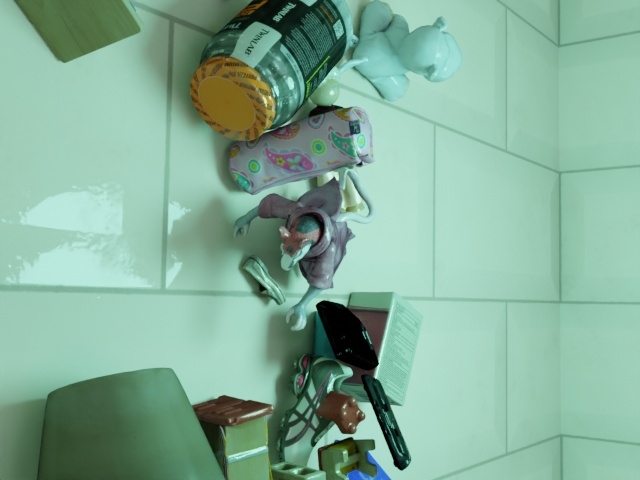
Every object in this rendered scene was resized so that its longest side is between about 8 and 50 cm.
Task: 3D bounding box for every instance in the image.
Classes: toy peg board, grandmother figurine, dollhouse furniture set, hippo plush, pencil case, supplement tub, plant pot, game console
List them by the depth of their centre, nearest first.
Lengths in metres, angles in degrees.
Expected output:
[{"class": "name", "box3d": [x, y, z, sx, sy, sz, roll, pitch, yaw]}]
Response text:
[{"class": "plant pot", "box3d": [-0.284, 0.345, 1.164, 0.323, 0.323, 0.280, 6, 67, -53]}, {"class": "toy peg board", "box3d": [-0.364, -0.378, 1.191, 0.161, 0.161, 0.079, 58, 30, -34]}, {"class": "dollhouse furniture set", "box3d": [-0.072, 0.385, 1.493, 0.374, 0.152, 0.201, -5, 92, -45]}, {"class": "supplement tub", "box3d": [-0.092, -0.351, 1.503, 0.338, 0.207, 0.207, -56, 131, -39]}, {"class": "pencil case", "box3d": [-0.034, -0.169, 1.507, 0.124, 0.284, 0.124, 42, 42, -54]}, {"class": "game console", "box3d": [0.096, 0.295, 1.611, 0.361, 0.044, 0.213, 67, 12, 22]}, {"class": "grandmother figurine", "box3d": [0.027, -0.225, 1.750, 0.208, 0.104, 0.342, -37, 120, -58]}, {"class": "hippo plush", "box3d": [0.209, -0.479, 1.889, 0.294, 0.237, 0.234, 12, 79, -53]}]

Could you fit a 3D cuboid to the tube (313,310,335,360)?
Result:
[{"class": "tube", "box3d": [0.010, 0.260, 1.743, 0.080, 0.052, 0.207, 7, 86, -49]}]

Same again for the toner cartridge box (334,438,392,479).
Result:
[{"class": "toner cartridge box", "box3d": [0.111, 0.628, 1.833, 0.347, 0.075, 0.165, 56, 48, -35]}]

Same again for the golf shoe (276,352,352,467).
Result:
[{"class": "golf shoe", "box3d": [-0.016, 0.372, 1.624, 0.105, 0.120, 0.272, 58, 42, -70]}]

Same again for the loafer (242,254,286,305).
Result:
[{"class": "loafer", "box3d": [-0.116, 0.087, 1.591, 0.039, 0.045, 0.125, -44, 117, -26]}]

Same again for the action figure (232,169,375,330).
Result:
[{"class": "action figure", "box3d": [0.000, 0.000, 1.518, 0.248, 0.276, 0.370, 57, 2, 4]}]

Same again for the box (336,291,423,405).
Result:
[{"class": "box", "box3d": [0.132, 0.252, 1.839, 0.149, 0.127, 0.232, 41, 56, -44]}]
